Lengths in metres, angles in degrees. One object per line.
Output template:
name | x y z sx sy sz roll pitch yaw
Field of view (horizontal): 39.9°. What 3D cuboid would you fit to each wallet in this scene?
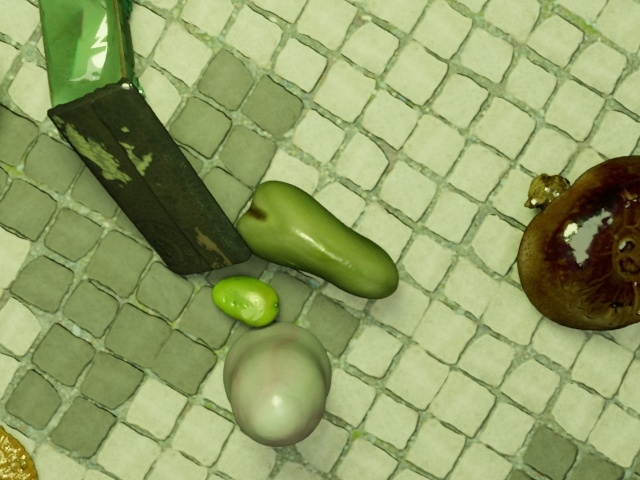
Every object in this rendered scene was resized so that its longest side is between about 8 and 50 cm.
wallet | -0.242 -0.076 1.252 0.321 0.171 0.044 56 43 -30

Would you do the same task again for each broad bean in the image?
broad bean | 0.000 0.000 1.306 0.263 0.189 0.121 23 92 10

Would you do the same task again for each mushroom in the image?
mushroom | 0.438 0.001 1.345 0.278 0.163 0.297 44 89 -3

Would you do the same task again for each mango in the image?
mango | -0.116 0.092 1.363 0.108 0.056 0.073 15 81 1

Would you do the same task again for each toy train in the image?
toy train | -0.337 -0.285 1.301 0.129 0.159 0.326 -6 92 -1

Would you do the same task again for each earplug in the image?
earplug | -0.057 0.215 1.244 0.172 0.301 0.172 0 91 -4

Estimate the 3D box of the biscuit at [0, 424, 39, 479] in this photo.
biscuit | -0.555 0.395 1.346 0.254 0.035 0.253 0 90 -4
